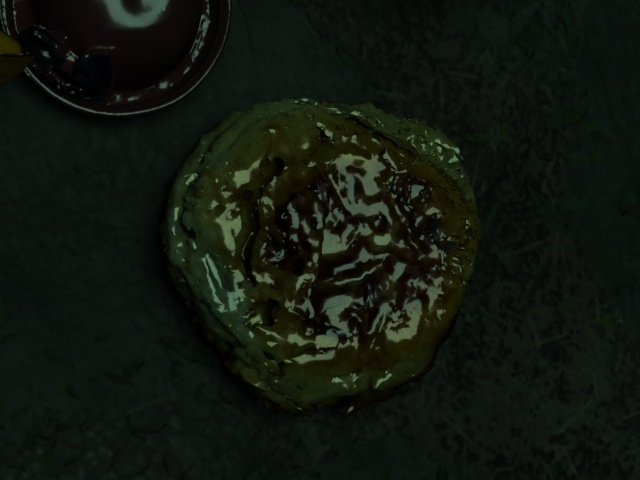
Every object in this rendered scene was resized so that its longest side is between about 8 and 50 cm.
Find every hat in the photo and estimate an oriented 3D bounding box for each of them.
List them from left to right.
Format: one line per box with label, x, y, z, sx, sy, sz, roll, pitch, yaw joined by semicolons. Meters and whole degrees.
hat;-0.165;-0.204;1.335;0.205;0.089;0.205;4;78;-22

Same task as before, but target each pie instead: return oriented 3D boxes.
pie;0.000;0.000;1.364;0.308;0.085;0.308;4;78;-21

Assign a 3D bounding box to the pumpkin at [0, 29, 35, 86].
pumpkin;-0.380;-0.186;1.245;0.278;0.111;0.163;-2;66;-27
